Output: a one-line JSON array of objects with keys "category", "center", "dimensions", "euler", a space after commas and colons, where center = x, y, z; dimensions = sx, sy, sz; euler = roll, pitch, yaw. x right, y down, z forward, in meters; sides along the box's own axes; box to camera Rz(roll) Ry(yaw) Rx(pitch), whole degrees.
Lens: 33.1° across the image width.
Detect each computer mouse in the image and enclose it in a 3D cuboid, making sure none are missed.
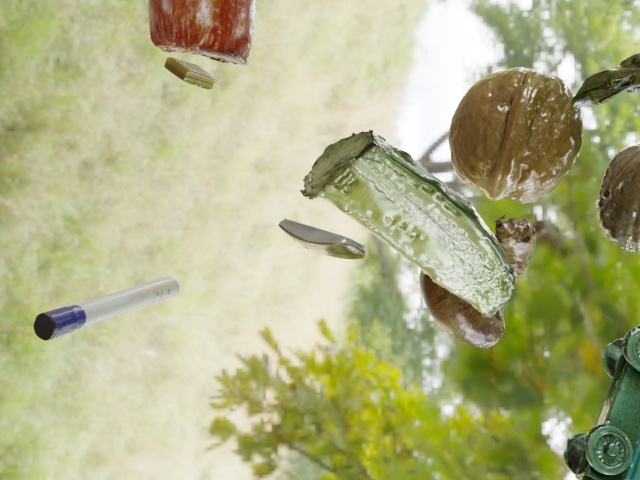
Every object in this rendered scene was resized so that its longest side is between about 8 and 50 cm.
[{"category": "computer mouse", "center": [0.000, 0.002, 2.141], "dimensions": [0.102, 0.199, 0.044], "euler": [29, 81, -51]}]

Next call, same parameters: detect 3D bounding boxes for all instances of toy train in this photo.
[{"category": "toy train", "center": [0.396, 0.215, 1.293], "dimensions": [0.248, 0.159, 0.101], "euler": [-64, -178, -18]}]

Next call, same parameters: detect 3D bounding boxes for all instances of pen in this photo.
[{"category": "pen", "center": [-0.253, 0.079, 1.321], "dimensions": [0.269, 0.033, 0.033], "euler": [-18, 108, -64]}]

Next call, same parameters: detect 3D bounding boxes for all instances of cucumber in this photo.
[{"category": "cucumber", "center": [0.141, -0.028, 1.453], "dimensions": [0.145, 0.325, 0.105], "euler": [-42, -158, 29]}]

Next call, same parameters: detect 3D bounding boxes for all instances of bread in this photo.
[{"category": "bread", "center": [-0.301, -0.386, 2.488], "dimensions": [0.094, 0.090, 0.035], "euler": [39, -71, 42]}]

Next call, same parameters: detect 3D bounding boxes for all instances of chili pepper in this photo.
[{"category": "chili pepper", "center": [-0.231, -0.469, 2.023], "dimensions": [0.251, 0.229, 0.305], "euler": [45, 48, -80]}]

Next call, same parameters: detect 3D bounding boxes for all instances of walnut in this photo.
[{"category": "walnut", "center": [0.454, -0.242, 2.521], "dimensions": [0.333, 0.333, 0.332], "euler": [-2, 90, -90]}, {"category": "walnut", "center": [0.607, -0.083, 2.024], "dimensions": [0.178, 0.178, 0.230], "euler": [-92, 178, -50]}]

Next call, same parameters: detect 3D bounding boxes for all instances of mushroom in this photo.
[{"category": "mushroom", "center": [0.317, 0.094, 2.192], "dimensions": [0.255, 0.267, 0.267], "euler": [-8, -97, 51]}]

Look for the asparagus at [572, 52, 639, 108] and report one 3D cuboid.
[{"category": "asparagus", "center": [0.625, -0.328, 2.086], "dimensions": [0.080, 0.287, 0.080], "euler": [-14, 90, -69]}]
